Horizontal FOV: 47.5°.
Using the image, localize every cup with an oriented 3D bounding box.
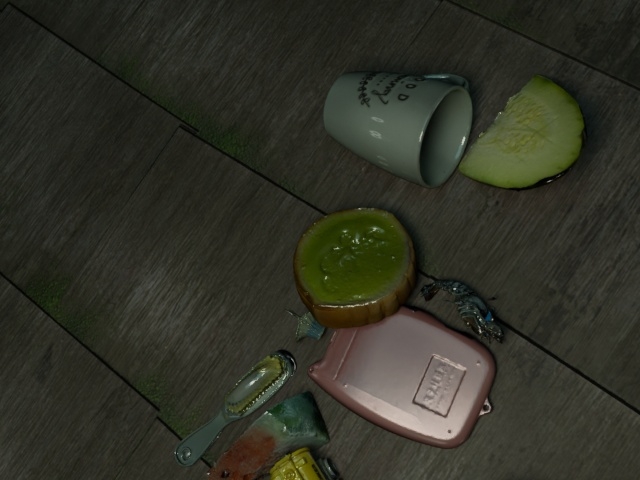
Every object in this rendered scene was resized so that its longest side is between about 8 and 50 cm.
[{"bbox_3d":[0.157,-0.241,1.355,0.234,0.186,0.258,26,54,32],"label":"cup"}]

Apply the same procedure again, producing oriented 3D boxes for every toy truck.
[{"bbox_3d":[0.004,0.461,1.215,0.098,0.114,0.227,-37,67,5],"label":"toy truck"}]

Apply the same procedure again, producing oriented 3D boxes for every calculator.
[{"bbox_3d":[0.144,0.224,1.274,0.329,0.048,0.220,22,80,21],"label":"calculator"}]

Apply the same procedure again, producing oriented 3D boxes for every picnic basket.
[{"bbox_3d":[-0.031,0.150,1.351,0.083,0.065,0.083,29,90,2],"label":"picnic basket"}]

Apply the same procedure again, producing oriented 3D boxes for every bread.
[{"bbox_3d":[0.061,0.046,1.309,0.236,0.070,0.236,-6,57,9],"label":"bread"}]

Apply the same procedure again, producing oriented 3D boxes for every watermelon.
[{"bbox_3d":[-0.112,0.375,1.283,0.241,0.154,0.094,-42,65,18],"label":"watermelon"}]

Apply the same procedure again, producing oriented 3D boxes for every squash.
[{"bbox_3d":[0.371,-0.183,1.260,0.204,0.155,0.237,40,92,23],"label":"squash"}]

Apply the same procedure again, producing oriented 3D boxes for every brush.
[{"bbox_3d":[-0.167,0.312,1.347,0.297,0.060,0.068,-44,68,2],"label":"brush"}]

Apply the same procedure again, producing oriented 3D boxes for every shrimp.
[{"bbox_3d":[0.253,0.112,1.253,0.174,0.082,0.076,36,93,31],"label":"shrimp"}]
